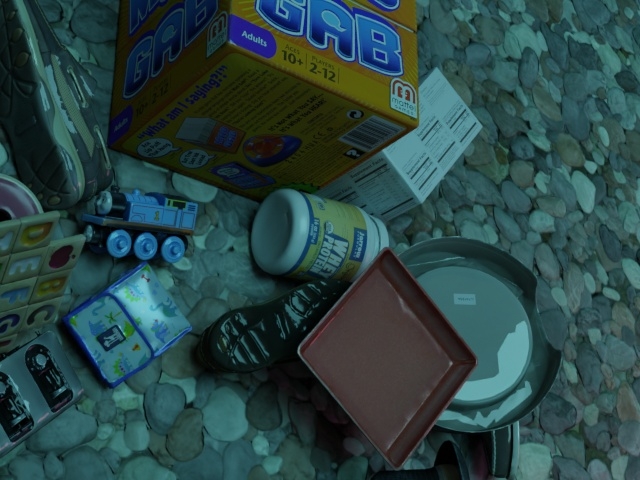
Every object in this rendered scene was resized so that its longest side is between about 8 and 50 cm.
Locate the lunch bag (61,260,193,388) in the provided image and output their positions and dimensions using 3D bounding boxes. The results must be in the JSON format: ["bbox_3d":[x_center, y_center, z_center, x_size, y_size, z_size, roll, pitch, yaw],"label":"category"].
[{"bbox_3d":[-0.286,0.124,1.810,0.151,0.096,0.129,-37,97,-30],"label":"lunch bag"}]

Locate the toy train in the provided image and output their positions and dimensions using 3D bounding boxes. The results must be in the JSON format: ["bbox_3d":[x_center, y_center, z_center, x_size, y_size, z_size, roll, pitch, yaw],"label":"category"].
[{"bbox_3d":[-0.275,-0.025,1.879,0.184,0.080,0.105,8,91,-41],"label":"toy train"}]

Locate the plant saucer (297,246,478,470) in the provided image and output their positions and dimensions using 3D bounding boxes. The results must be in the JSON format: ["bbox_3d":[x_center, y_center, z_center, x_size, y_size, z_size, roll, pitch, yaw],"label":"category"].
[{"bbox_3d":[0.101,0.186,1.957,0.258,0.047,0.259,51,55,-13],"label":"plant saucer"}]

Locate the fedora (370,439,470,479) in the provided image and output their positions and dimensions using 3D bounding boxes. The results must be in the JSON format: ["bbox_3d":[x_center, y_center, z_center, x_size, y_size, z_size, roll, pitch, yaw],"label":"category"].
[{"bbox_3d":[0.136,0.472,1.909,0.152,0.334,0.334,5,62,-5],"label":"fedora"}]

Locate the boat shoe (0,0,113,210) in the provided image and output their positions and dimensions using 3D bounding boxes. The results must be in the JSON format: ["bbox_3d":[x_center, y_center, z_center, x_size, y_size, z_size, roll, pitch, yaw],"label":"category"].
[{"bbox_3d":[-0.412,-0.219,1.863,0.130,0.132,0.356,-14,87,-53],"label":"boat shoe"}]

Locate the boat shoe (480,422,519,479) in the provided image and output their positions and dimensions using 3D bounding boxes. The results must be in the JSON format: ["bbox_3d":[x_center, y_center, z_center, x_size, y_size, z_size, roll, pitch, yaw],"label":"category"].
[{"bbox_3d":[0.294,0.268,2.212,0.096,0.116,0.325,-1,72,-7],"label":"boat shoe"}]

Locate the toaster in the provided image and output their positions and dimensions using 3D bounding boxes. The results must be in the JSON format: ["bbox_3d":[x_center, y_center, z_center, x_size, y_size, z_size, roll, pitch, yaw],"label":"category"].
[{"bbox_3d":[-0.424,0.216,1.595,0.110,0.185,0.168,59,38,-4],"label":"toaster"}]

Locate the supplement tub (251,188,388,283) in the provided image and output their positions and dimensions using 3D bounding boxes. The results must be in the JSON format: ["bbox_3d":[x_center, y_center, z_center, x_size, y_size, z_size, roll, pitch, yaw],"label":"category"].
[{"bbox_3d":[0.000,0.000,2.070,0.199,0.144,0.144,12,61,-35],"label":"supplement tub"}]

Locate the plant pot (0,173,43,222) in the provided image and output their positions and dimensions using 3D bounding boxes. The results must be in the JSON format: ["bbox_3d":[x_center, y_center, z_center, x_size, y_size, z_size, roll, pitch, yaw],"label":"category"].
[{"bbox_3d":[-0.465,0.002,1.654,0.201,0.180,0.201,18,58,-32],"label":"plant pot"}]

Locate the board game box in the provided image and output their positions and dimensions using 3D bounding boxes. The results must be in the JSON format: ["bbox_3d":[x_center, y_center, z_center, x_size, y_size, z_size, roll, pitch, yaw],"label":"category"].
[{"bbox_3d":[-0.091,-0.317,2.003,0.356,0.356,0.356,19,58,-33],"label":"board game box"}]

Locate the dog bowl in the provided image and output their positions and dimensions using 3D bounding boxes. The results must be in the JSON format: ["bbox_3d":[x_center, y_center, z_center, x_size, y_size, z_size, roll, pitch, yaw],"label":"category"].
[{"bbox_3d":[0.235,0.171,2.127,0.348,0.102,0.349,4,66,-9],"label":"dog bowl"}]

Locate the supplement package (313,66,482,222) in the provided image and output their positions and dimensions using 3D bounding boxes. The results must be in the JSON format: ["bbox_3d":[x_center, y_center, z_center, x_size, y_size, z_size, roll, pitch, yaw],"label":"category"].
[{"bbox_3d":[0.128,-0.155,2.214,0.145,0.204,0.262,51,46,-10],"label":"supplement package"}]

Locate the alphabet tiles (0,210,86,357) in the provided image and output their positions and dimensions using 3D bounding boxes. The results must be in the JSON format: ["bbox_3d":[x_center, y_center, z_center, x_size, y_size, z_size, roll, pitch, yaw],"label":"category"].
[{"bbox_3d":[-0.460,0.086,1.556,0.342,0.285,0.011,-16,55,-43],"label":"alphabet tiles"}]

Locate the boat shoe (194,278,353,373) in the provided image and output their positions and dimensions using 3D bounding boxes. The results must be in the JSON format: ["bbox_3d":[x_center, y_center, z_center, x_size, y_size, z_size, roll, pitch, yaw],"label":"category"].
[{"bbox_3d":[-0.059,0.139,1.966,0.324,0.120,0.123,-8,80,-36],"label":"boat shoe"}]
